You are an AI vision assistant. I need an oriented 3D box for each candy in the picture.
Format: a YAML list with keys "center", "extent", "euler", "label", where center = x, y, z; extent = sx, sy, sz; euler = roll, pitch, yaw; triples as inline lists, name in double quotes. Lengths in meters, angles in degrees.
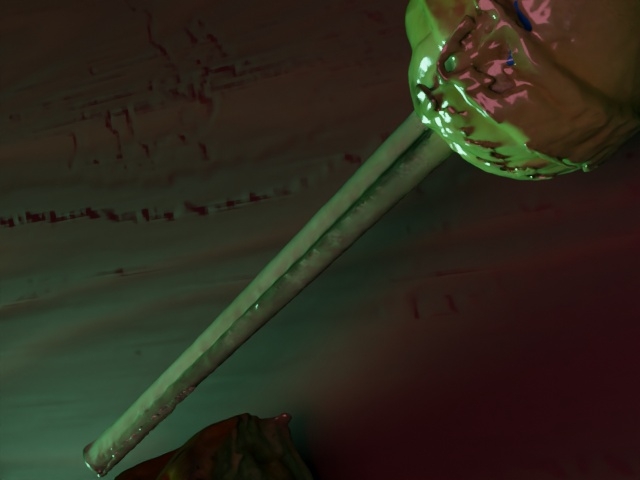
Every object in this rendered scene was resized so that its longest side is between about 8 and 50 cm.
- center: [0.000, 0.000, 0.595]
  extent: [0.093, 0.092, 0.335]
  euler: [45, 122, -5]
  label: "candy"

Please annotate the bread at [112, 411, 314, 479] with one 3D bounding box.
- center: [-0.106, 0.166, 0.695]
  extent: [0.269, 0.087, 0.098]
  euler: [-31, 76, 35]
  label: "bread"
